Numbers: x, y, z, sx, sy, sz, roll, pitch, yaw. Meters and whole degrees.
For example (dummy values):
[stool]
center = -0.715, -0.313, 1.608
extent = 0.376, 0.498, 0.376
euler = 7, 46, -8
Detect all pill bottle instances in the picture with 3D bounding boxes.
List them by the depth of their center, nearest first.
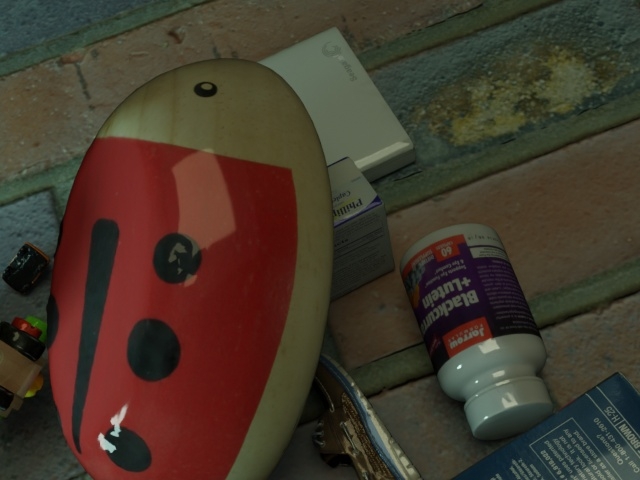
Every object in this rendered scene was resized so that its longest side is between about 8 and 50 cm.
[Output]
[pill bottle]
center = 0.153, 0.089, 1.060
extent = 0.108, 0.108, 0.193
euler = -17, 59, -2

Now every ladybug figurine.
[ladybug figurine]
center = -0.137, 0.048, 1.001
extent = 0.305, 0.162, 0.449
euler = 5, 88, 44

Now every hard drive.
[hard drive]
center = -0.075, -0.106, 1.244
extent = 0.308, 0.040, 0.203
euler = -26, 60, -6

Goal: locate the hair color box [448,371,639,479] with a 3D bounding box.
[hair color box]
center = 0.136, 0.267, 0.924
extent = 0.347, 0.174, 0.105
euler = -31, 60, -10

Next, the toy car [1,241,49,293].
[toy car]
center = -0.284, 0.041, 1.204
extent = 0.122, 0.060, 0.040
euler = 22, 20, 1

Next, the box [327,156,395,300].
[box]
center = 0.000, 0.000, 1.116
extent = 0.126, 0.137, 0.072
euler = -27, 60, -7

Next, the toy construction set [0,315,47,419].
[toy construction set]
center = -0.377, 0.083, 1.005
extent = 0.215, 0.328, 0.151
euler = 19, 87, 29

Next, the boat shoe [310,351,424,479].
[boat shoe]
center = 0.027, 0.186, 1.048
extent = 0.066, 0.066, 0.183
euler = -33, 62, -9
